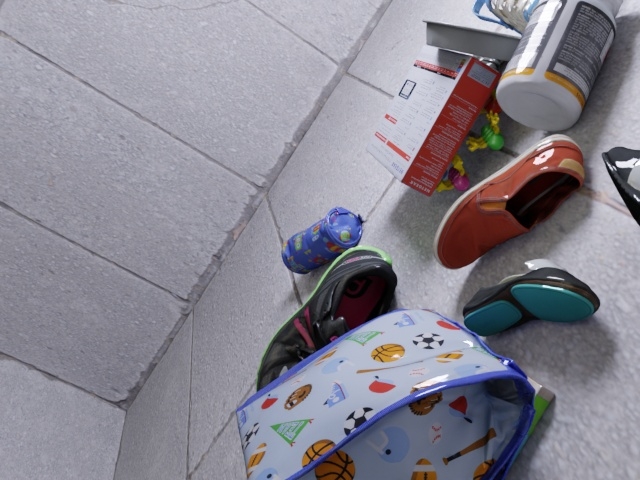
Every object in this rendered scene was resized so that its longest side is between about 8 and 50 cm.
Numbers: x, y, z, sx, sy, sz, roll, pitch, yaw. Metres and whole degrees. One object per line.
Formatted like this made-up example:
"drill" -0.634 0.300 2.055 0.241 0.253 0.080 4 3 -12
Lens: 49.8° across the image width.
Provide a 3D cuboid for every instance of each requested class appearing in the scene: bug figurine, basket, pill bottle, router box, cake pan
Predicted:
"bug figurine" 0.328 -0.212 1.536 0.279 0.072 0.216 -52 21 27
"basket" 0.477 -0.573 1.503 0.255 0.201 0.289 -56 28 15
"pill bottle" 0.455 -0.359 1.296 0.278 0.162 0.162 -62 18 -12
"router box" 0.246 -0.291 1.604 0.301 0.082 0.335 -61 18 14
"cake pan" 0.361 -0.431 1.508 0.293 0.293 0.054 -115 34 -69

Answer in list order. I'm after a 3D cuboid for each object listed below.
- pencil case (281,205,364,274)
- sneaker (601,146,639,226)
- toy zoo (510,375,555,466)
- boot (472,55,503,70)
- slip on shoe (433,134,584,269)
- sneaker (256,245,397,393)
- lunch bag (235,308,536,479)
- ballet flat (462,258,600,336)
"pencil case" 0.000 0.000 2.011 0.306 0.119 0.133 -33 56 54
"sneaker" 0.477 -0.060 0.874 0.146 0.122 0.330 -35 23 13
"toy zoo" 0.222 0.319 1.058 0.293 0.030 0.192 -59 18 1
"boot" 0.372 -0.421 1.756 0.246 0.083 0.161 10 66 58
"slip on shoe" 0.328 -0.050 1.230 0.331 0.123 0.101 -42 28 31
"sneaker" 0.010 0.225 1.533 0.483 0.185 0.202 -61 14 0
"lunch bag" 0.095 0.274 1.021 0.385 0.239 0.328 -37 16 -5
"ballet flat" 0.324 0.080 1.074 0.096 0.095 0.280 -55 14 -27
